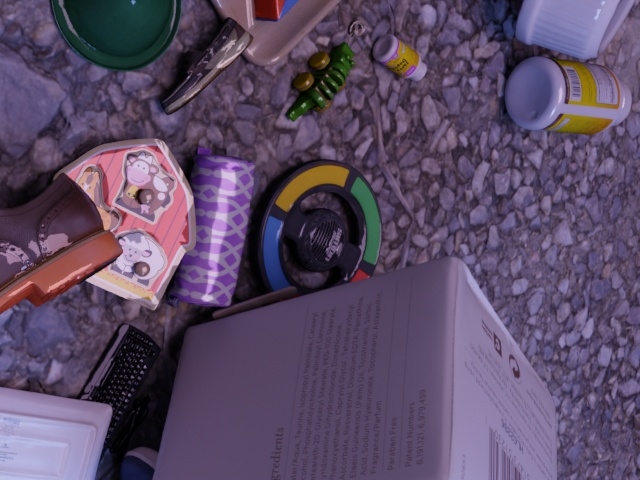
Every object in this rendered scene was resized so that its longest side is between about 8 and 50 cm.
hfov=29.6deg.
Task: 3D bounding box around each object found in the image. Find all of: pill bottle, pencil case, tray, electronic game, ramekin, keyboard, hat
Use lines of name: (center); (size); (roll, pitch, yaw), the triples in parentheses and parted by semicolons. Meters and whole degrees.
pill bottle: (0.117, -0.262, 1.755); (0.083, 0.043, 0.043); (27, 80, -40)
pencil case: (-0.140, -0.012, 1.553); (0.086, 0.088, 0.206); (12, 91, -38)
tray: (-0.374, 0.246, 1.421); (0.270, 0.030, 0.145); (16, 87, -36)
electronic game: (0.000, 0.000, 1.702); (0.229, 0.048, 0.229); (-9, 103, -40)
ramekin: (0.416, -0.400, 1.841); (0.273, 0.127, 0.273); (-55, 166, -21)
pill bottle: (0.407, -0.232, 1.962); (0.215, 0.117, 0.117); (0, 98, -41)
keyboard: (-0.254, 0.209, 1.529); (0.100, 0.038, 0.192); (38, 74, -39)
hat: (-0.196, -0.283, 1.388); (0.208, 0.183, 0.173); (24, 83, -41)

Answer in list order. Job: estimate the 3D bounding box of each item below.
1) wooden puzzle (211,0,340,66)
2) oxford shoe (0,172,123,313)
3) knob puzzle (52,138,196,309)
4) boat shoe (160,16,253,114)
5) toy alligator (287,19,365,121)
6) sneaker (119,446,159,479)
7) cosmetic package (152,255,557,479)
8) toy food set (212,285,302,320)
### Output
wooden puzzle: (-0.048, -0.449, 1.554); (0.322, 0.080, 0.348); (-48, 125, -23)
oxford shoe: (-0.403, 0.043, 1.329); (0.364, 0.130, 0.132); (-29, 89, -31)
knob puzzle: (-0.233, -0.035, 1.464); (0.213, 0.030, 0.213); (-1, 92, -21)
boat shoe: (-0.152, -0.221, 1.531); (0.049, 0.056, 0.152); (47, 72, -10)
toy alligator: (0.021, -0.236, 1.672); (0.189, 0.051, 0.056); (-54, 128, -19)
sneaker: (-0.226, 0.438, 1.533); (0.148, 0.131, 0.350); (-23, 113, -41)
cosmetic package: (0.051, 0.277, 1.485); (0.329, 0.394, 0.327); (53, 31, -39)
toy food set: (-0.053, 0.122, 1.652); (0.128, 0.071, 0.218); (-24, 131, 7)
